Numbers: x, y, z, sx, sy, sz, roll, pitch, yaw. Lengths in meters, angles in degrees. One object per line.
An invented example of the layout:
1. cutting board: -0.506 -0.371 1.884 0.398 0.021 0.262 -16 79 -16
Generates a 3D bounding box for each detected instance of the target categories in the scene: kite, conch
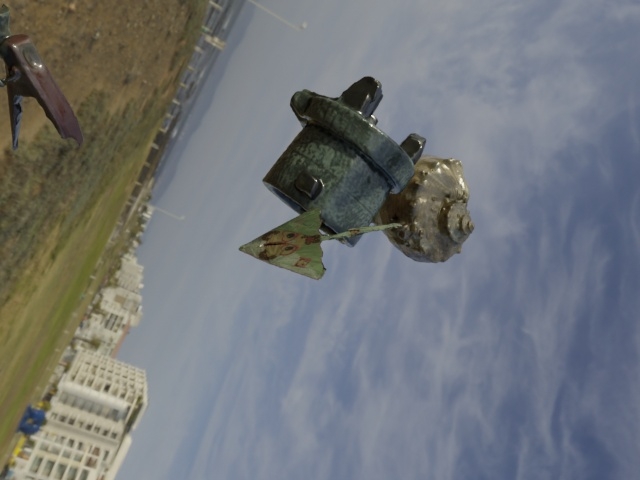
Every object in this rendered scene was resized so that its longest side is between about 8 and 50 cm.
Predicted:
1. kite: 0.000 -0.001 0.849 0.229 0.250 0.012 -98 178 -60
2. conch: 0.244 -0.105 1.482 0.297 0.352 0.210 -69 158 -6

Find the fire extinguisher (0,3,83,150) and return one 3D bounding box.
1. fire extinguisher: -0.274 -0.148 0.389 0.106 0.252 0.075 110 6 -64

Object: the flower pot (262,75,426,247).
1. flower pot: 0.038 -0.174 1.161 0.282 0.299 0.299 -52 -163 -2
